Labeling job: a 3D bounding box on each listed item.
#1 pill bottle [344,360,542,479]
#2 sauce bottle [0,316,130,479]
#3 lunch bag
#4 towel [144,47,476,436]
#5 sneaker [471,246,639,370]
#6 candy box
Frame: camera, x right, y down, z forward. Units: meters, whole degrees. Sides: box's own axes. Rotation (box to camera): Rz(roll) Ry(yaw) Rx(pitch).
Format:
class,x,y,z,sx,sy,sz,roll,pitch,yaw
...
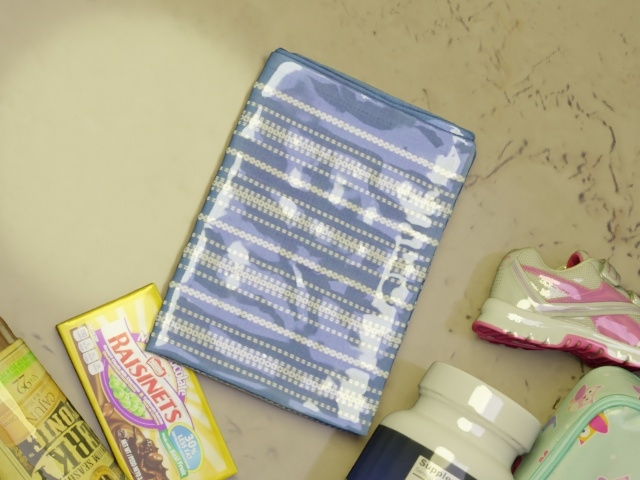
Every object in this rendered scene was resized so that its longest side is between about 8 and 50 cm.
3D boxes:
class,x,y,z,sx,sy,sz,roll,pitch,yaw
pill bottle,0.095,0.259,1.357,0.153,0.153,0.264,34,80,-8
sauce bottle,-0.239,0.230,1.311,0.111,0.111,0.344,-39,96,-12
lunch bag,0.330,0.280,1.402,0.279,0.108,0.224,34,104,-6
towel,0.000,0.000,1.400,0.243,0.040,0.336,24,79,-12
sneaker,0.285,0.070,1.436,0.252,0.103,0.111,15,80,-15
candy box,-0.168,0.155,1.371,0.105,0.027,0.206,-25,92,-16
